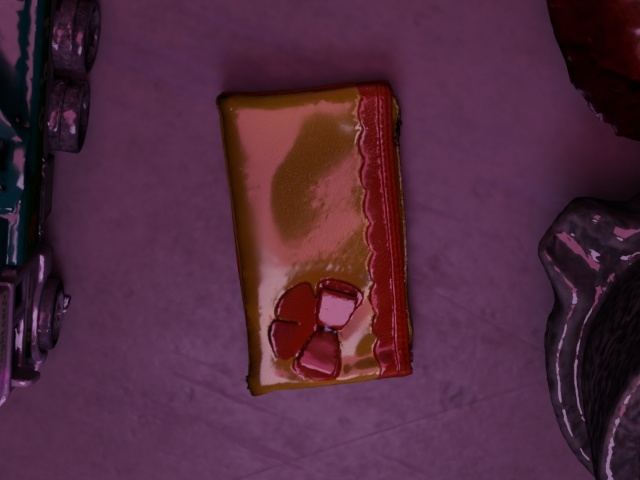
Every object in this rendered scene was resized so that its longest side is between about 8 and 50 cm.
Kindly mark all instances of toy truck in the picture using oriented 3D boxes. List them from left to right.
[{"bbox_3d":[-0.269,-0.055,1.059,0.177,0.178,0.363,7,109,0],"label":"toy truck"}]

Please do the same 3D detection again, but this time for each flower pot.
[{"bbox_3d":[0.287,0.081,1.018,0.299,0.283,0.299,2,109,5],"label":"flower pot"}]

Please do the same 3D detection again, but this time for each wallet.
[{"bbox_3d":[0.000,0.000,1.116,0.141,0.067,0.241,-5,105,2],"label":"wallet"}]

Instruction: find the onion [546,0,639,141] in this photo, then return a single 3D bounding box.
[{"bbox_3d":[0.267,-0.177,0.975,0.252,0.219,0.252,3,108,8],"label":"onion"}]
